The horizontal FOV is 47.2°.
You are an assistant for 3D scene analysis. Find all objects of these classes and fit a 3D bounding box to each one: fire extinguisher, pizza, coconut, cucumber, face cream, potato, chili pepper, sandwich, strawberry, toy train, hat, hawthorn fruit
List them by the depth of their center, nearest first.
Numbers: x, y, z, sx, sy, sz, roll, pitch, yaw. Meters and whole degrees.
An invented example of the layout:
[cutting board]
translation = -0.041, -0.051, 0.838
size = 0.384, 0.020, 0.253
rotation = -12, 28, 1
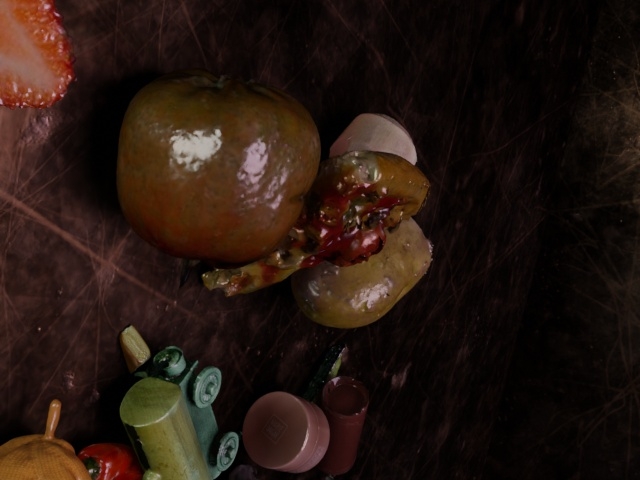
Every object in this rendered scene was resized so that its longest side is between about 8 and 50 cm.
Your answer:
[strawberry]
translation = -0.365, -0.240, 0.737
size = 0.188, 0.106, 0.286
rotation = -57, 158, -14
[hat]
translation = -0.361, 0.326, 0.952
size = 0.233, 0.244, 0.233
rotation = 33, 64, -65
[hawthorn fruit]
translation = -0.148, -0.078, 1.000
size = 0.267, 0.267, 0.301
rotation = -2, 114, -57
[sandwich]
translation = -0.282, 0.175, 1.126
size = 0.031, 0.044, 0.083
rotation = -35, 131, -38
[chili pepper]
translation = -0.319, 0.351, 1.137
size = 0.071, 0.063, 0.272
rotation = -67, 160, -11
[toy train]
translation = -0.238, 0.314, 1.186
size = 0.189, 0.126, 0.307
rotation = -44, 140, -38
[pizza]
translation = 0.000, 0.000, 1.220
size = 0.406, 0.130, 0.440
rotation = -31, 168, 11
[coconut]
translation = 0.092, -0.150, 1.430
size = 0.183, 0.170, 0.171
rotation = -54, 144, -23
[potato]
translation = 0.060, 0.063, 1.441
size = 0.266, 0.229, 0.229
rotation = -36, 134, -49
[face cream]
translation = -0.068, 0.384, 1.461
size = 0.149, 0.149, 0.104
rotation = -65, 149, -10
[cucumber]
translation = -0.005, 0.328, 1.632
size = 0.220, 0.046, 0.070
rotation = -54, 147, -23
[fire extinguisher]
translation = 0.044, 0.441, 1.694
size = 0.147, 0.106, 0.337
rotation = -64, 167, -46

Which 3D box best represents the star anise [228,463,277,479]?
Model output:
[star anise]
translation = -0.160, 0.589, 1.366
size = 0.139, 0.316, 0.360
rotation = 23, 43, -31
